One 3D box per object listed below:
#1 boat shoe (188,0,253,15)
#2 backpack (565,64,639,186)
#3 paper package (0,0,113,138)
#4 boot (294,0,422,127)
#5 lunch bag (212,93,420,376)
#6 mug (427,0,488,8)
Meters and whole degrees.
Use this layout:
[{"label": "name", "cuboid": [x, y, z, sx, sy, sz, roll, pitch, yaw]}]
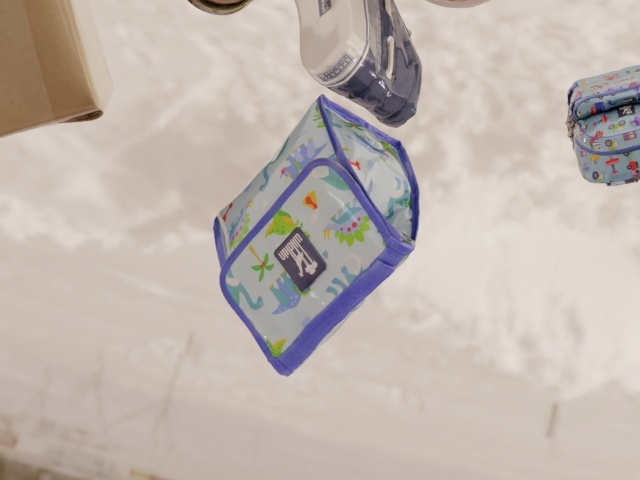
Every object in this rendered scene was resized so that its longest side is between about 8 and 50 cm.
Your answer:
[{"label": "boat shoe", "cuboid": [-0.041, -0.344, 1.440, 0.111, 0.307, 0.104, 24, 166, -7]}, {"label": "backpack", "cuboid": [0.398, -0.143, 2.161, 0.158, 0.117, 0.173, -12, -158, 11]}, {"label": "paper package", "cuboid": [-0.305, -0.253, 1.476, 0.168, 0.325, 0.309, -16, -170, -2]}, {"label": "boot", "cuboid": [0.029, -0.167, 1.230, 0.069, 0.190, 0.086, -29, 132, 32]}, {"label": "lunch bag", "cuboid": [0.000, 0.000, 1.104, 0.096, 0.129, 0.151, 27, -152, -30]}, {"label": "mug", "cuboid": [0.106, -0.263, 1.209, 0.113, 0.169, 0.150, 8, 127, 5]}]
